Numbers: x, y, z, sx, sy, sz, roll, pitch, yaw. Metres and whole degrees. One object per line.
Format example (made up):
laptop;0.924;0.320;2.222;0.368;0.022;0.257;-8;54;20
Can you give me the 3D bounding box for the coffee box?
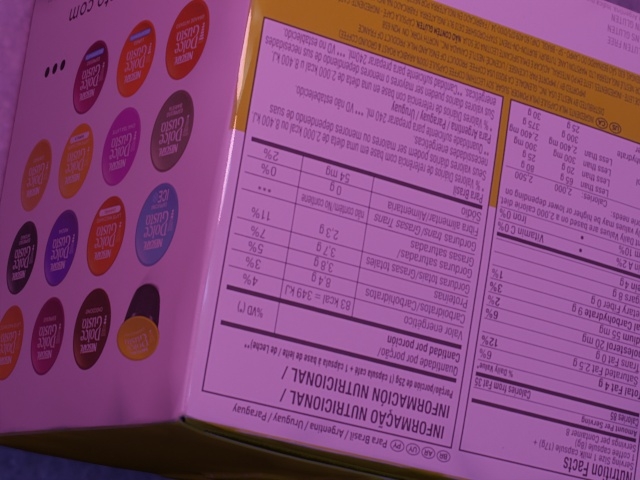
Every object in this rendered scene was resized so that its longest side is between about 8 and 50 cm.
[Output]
coffee box;0.000;0.000;1.320;0.338;0.338;0.334;15;76;-29
